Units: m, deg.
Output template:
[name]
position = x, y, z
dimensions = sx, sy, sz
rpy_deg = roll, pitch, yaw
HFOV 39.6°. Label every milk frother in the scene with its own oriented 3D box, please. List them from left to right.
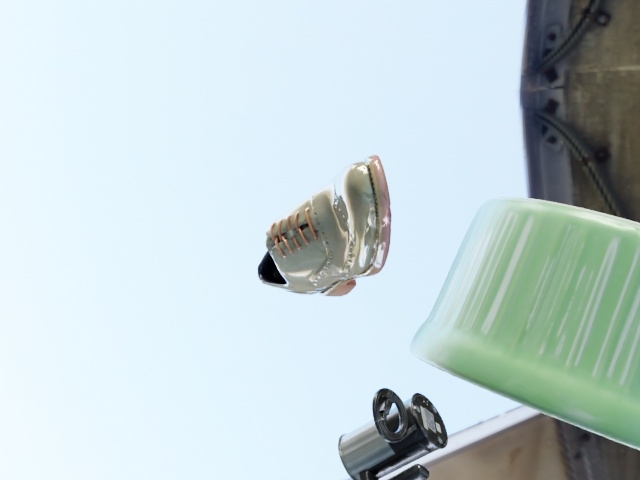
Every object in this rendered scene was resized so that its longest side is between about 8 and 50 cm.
[milk frother]
position = 0.079, 0.267, 1.218
dimensions = 0.135, 0.129, 0.143
rpy_deg = -34, -74, 22

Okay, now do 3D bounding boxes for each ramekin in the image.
[ramekin]
position = 0.239, 0.074, 0.732
dimensions = 0.303, 0.303, 0.148
rpy_deg = 19, -92, 44

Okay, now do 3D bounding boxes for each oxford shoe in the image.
[oxford shoe]
position = 0.000, 0.000, 1.295
dimensions = 0.397, 0.146, 0.140
rpy_deg = 118, -35, -62
